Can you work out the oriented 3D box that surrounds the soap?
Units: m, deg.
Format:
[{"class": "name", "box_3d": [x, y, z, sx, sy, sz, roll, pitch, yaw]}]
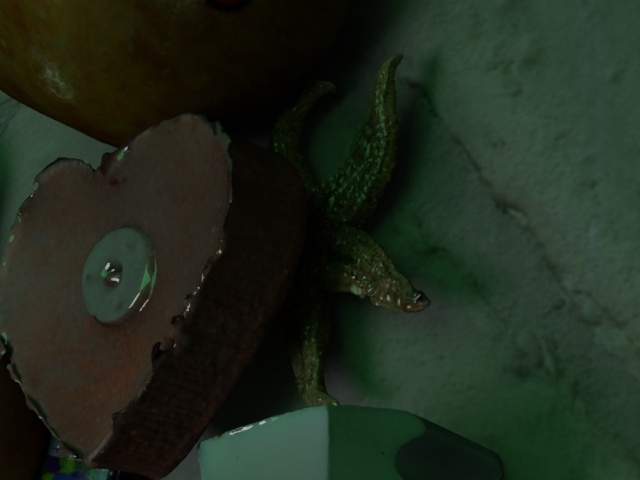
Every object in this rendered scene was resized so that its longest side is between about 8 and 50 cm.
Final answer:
[{"class": "soap", "box_3d": [0.027, 0.182, 0.924, 0.145, 0.230, 0.091, -22, 60, 23]}]

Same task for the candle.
[{"class": "candle", "box_3d": [-0.141, 0.055, 1.087, 0.317, 0.131, 0.287, -24, 56, 38]}]

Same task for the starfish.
[{"class": "starfish", "box_3d": [0.003, 0.002, 1.117, 0.299, 0.060, 0.302, -41, 48, 16]}]

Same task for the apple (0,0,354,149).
[{"class": "apple", "box_3d": [-0.150, -0.267, 1.182, 0.400, 0.333, 0.400, -22, 41, 20]}]

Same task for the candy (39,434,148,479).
[{"class": "candy", "box_3d": [-0.224, 0.293, 1.145, 0.088, 0.061, 0.312, 6, 74, 31]}]

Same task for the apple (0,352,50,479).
[{"class": "apple", "box_3d": [-0.386, 0.159, 1.180, 0.251, 0.272, 0.206, -33, 15, 23]}]
